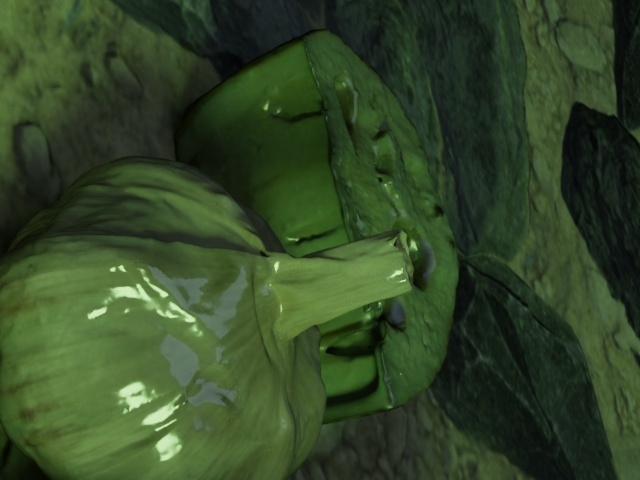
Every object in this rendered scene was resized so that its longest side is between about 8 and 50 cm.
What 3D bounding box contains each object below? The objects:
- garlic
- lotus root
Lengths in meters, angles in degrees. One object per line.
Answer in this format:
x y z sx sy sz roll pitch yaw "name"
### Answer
-0.051 0.043 1.042 0.218 0.212 0.218 39 41 -44 "garlic"
0.000 0.000 1.217 0.138 0.119 0.235 8 68 -54 "lotus root"
